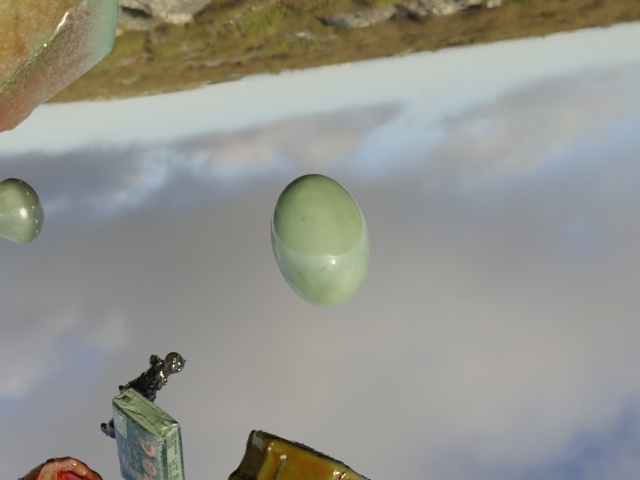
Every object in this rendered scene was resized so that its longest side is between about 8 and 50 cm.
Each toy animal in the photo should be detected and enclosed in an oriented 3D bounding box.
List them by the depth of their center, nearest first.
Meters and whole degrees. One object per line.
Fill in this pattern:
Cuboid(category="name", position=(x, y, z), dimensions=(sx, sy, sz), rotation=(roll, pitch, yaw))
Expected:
Cuboid(category="toy animal", position=(-0.576, 0.493, 2.377), dimensions=(0.168, 0.106, 0.343), rotation=(19, -106, 52))

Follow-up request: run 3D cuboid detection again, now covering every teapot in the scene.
Cuboid(category="teapot", position=(-0.878, -0.058, 1.969), dimensions=(0.251, 0.183, 0.184), rotation=(-22, -161, -36))

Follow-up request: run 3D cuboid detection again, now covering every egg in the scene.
Cuboid(category="egg", position=(0.000, 0.000, 2.087), dimensions=(0.276, 0.388, 0.276), rotation=(-12, 167, -3))

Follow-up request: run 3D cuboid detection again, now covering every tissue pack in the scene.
Cuboid(category="tissue pack", position=(-0.502, 0.612, 2.153), dimensions=(0.228, 0.315, 0.103), rotation=(27, -141, 33))

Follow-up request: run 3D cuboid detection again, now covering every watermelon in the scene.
Cuboid(category="watermelon", position=(-0.397, -0.293, 0.902), dimensions=(0.302, 0.264, 0.151), rotation=(-51, 174, 0))

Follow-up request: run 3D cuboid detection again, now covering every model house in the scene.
Cuboid(category="model house", position=(-0.049, 0.492, 1.319), dimensions=(0.268, 0.173, 0.239), rotation=(12, -118, 30))

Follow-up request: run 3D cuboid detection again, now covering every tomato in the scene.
Cuboid(category="tomato", position=(-0.674, 0.707, 1.881), dimensions=(0.170, 0.308, 0.309), rotation=(-18, -170, 19))
